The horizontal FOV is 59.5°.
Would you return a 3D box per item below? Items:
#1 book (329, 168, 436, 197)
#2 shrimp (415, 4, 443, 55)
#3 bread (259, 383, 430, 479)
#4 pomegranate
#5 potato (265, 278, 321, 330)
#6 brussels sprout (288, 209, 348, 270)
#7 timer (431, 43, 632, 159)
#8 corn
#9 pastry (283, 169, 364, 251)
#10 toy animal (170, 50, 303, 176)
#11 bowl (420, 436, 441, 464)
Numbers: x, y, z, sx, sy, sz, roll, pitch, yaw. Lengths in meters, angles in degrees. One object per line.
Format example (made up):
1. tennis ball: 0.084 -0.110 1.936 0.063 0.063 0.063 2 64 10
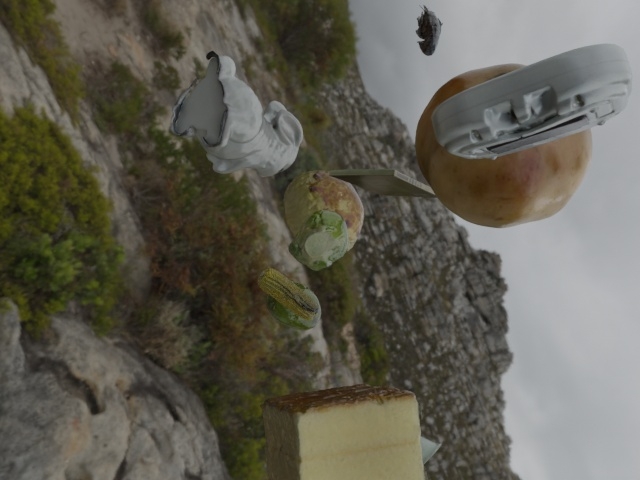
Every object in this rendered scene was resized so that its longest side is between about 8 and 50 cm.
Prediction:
1. book: 0.200 -0.168 1.674 0.310 0.217 0.021 13 84 -53
2. shrimp: 0.258 -0.510 1.340 0.065 0.057 0.165 116 -18 -49
3. bread: 0.034 0.416 1.154 0.279 0.279 0.207 155 -69 -65
4. pomegranate: 0.435 -0.212 1.332 0.411 0.412 0.411 -20 90 -85
5. potato: -0.106 0.244 2.149 0.253 0.148 0.186 47 24 -24
6. brussels sprout: 0.004 0.001 1.275 0.117 0.155 0.155 34 10 -5
7. timer: 0.302 -0.185 0.805 0.237 0.262 0.087 -10 84 -61
8. corn: -0.088 0.152 1.570 0.203 0.072 0.072 39 14 -15
9. pastry: 0.023 -0.121 2.373 0.388 0.313 0.388 -22 90 -77
10. toy animal: -0.176 -0.277 1.389 0.194 0.257 0.357 35 13 33
11. bowl: 0.162 0.600 1.498 0.146 0.313 0.313 45 -4 21
